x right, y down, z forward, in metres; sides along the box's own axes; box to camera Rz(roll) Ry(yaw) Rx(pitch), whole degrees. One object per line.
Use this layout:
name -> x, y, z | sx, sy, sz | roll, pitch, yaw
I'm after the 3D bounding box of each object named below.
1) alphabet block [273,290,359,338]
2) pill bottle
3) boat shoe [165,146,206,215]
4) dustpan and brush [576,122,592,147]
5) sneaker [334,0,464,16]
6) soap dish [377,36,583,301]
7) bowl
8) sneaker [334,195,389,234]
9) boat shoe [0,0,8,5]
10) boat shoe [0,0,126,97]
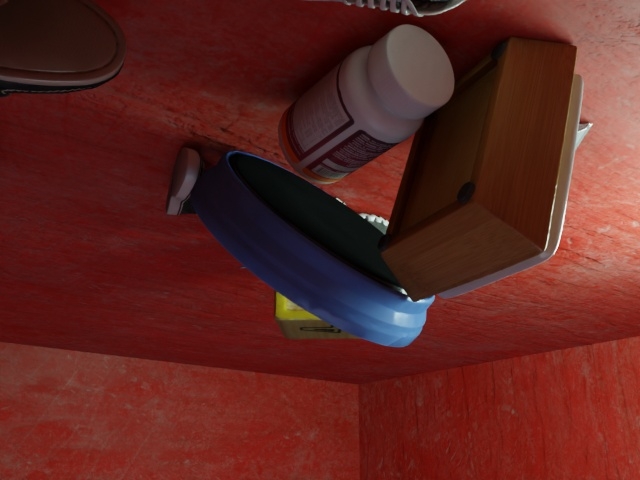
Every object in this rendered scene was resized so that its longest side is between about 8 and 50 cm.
alphabet block -> 0.006, 0.102, 1.432 | 0.193, 0.192, 0.197 | -3, 159, 2
pill bottle -> 0.051, -0.161, 0.816 | 0.121, 0.121, 0.221 | 13, 156, -32
boat shoe -> -0.204, -0.091, 1.083 | 0.070, 0.078, 0.219 | 7, 167, -17
dustpan and brush -> 0.291, -0.118, 1.018 | 0.211, 0.060, 0.147 | -1, 160, 3
sneaker -> 0.064, -0.252, 0.612 | 0.235, 0.095, 0.090 | -5, 161, 17
soap dish -> 0.191, -0.087, 0.815 | 0.118, 0.291, 0.229 | 28, 151, -17
bowl -> 0.000, 0.000, 0.976 | 0.391, 0.391, 0.077 | 21, 109, -44
sneaker -> 0.061, -0.004, 1.261 | 0.078, 0.106, 0.234 | -16, 154, 39
boat shoe -> -0.398, -0.253, 0.566 | 0.324, 0.116, 0.123 | 1, 160, 9
boat shoe -> -0.369, -0.204, 0.696 | 0.340, 0.127, 0.113 | 4, 161, -7
